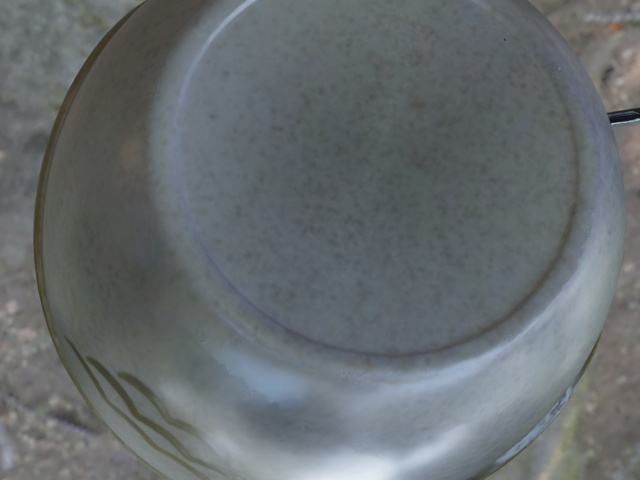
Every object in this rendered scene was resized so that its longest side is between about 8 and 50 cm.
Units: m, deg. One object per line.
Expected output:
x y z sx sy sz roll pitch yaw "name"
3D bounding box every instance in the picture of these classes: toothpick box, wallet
0.000 0.000 1.166 0.409 0.409 0.425 -16 168 -16 "toothpick box"
0.314 -0.115 1.431 0.156 0.018 0.082 -6 -177 19 "wallet"
